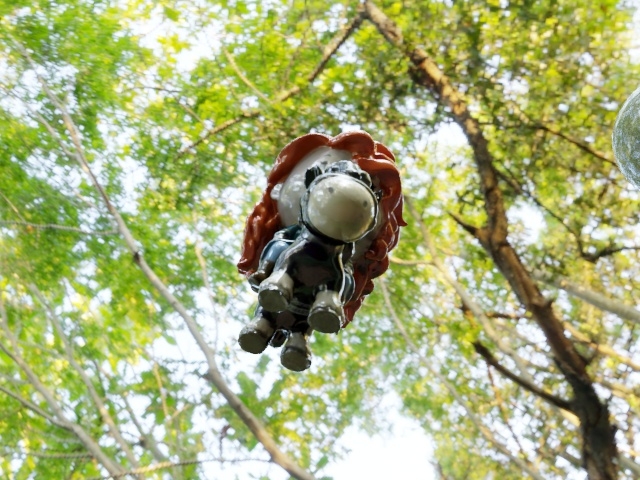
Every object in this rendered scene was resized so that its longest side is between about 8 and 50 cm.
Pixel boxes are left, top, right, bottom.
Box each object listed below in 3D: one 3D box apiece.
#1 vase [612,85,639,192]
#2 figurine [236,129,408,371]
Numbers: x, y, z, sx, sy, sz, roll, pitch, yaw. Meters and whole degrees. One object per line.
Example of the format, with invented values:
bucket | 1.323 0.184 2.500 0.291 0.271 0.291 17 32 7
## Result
vase | 0.687 -0.127 1.315 0.329 0.302 0.241 19 -49 -23
figurine | 0.000 -0.002 1.069 0.241 0.412 0.306 11 -76 4
